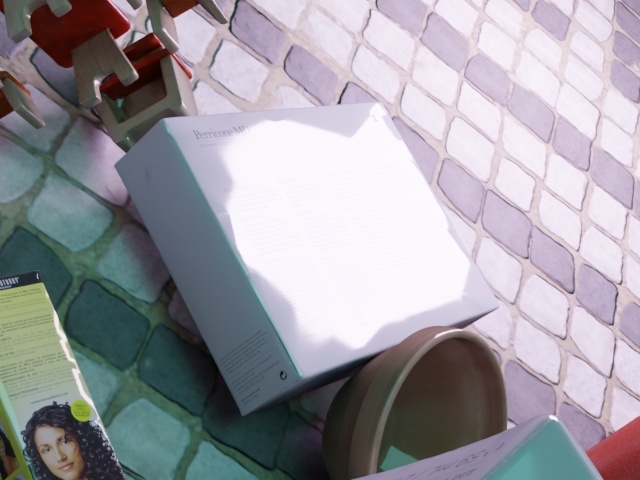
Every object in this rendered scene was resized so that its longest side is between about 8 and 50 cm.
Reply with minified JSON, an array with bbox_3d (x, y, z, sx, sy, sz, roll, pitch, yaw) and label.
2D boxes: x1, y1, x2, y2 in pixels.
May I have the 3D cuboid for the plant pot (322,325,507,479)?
[{"bbox_3d":[0.078,0.195,1.192,0.237,0.109,0.237,-14,108,-50],"label":"plant pot"}]

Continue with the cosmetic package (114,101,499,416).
[{"bbox_3d":[0.000,0.000,1.285,0.377,0.097,0.284,-12,71,-52],"label":"cosmetic package"}]

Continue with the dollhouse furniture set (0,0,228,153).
[{"bbox_3d":[-0.223,-0.194,1.164,0.135,0.262,0.259,66,9,30],"label":"dollhouse furniture set"}]

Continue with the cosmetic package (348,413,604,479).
[{"bbox_3d":[0.044,0.382,0.832,0.393,0.329,0.327,-34,89,-35],"label":"cosmetic package"}]

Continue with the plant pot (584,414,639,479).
[{"bbox_3d":[0.404,0.290,1.324,0.272,0.265,0.272,23,48,-27],"label":"plant pot"}]

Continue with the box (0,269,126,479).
[{"bbox_3d":[-0.242,0.143,1.027,0.087,0.058,0.232,-13,70,-45],"label":"box"}]
